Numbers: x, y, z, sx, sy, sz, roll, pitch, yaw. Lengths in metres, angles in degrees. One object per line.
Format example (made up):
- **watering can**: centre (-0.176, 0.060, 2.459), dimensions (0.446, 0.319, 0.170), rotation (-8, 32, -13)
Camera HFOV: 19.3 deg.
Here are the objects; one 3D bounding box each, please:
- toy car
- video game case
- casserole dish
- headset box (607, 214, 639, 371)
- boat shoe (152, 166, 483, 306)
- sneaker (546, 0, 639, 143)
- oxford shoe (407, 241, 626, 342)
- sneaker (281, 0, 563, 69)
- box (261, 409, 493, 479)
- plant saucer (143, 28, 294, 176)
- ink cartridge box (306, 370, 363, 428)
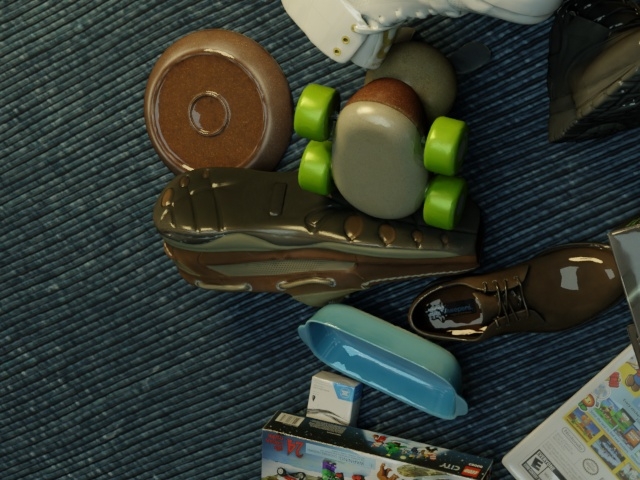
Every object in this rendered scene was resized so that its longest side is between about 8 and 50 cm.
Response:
- **toy car**: centre (0.082, -0.128, 1.773), dimensions (0.155, 0.188, 0.149), rotation (16, 144, 15)
- **video game case**: centre (0.322, 0.232, 1.811), dimensions (0.227, 0.026, 0.206), rotation (48, 113, 8)
- **casserole dish**: centre (0.068, 0.115, 1.853), dimensions (0.188, 0.114, 0.037), rotation (24, 68, 17)
- **headset box**: centre (0.413, 0.069, 1.671), dimensions (0.283, 0.131, 0.246), rotation (-18, 91, 18)
- **boat shoe**: centre (0.000, 0.000, 1.856), dimensions (0.324, 0.122, 0.120), rotation (4, 134, 12)
- **sneaker**: centre (0.251, -0.164, 1.643), dimensions (0.109, 0.286, 0.130), rotation (-10, 86, -13)
- **oxford shoe**: centre (0.190, 0.059, 1.793), dimensions (0.227, 0.096, 0.083), rotation (-17, 92, 22)
- **sneaker**: centre (0.086, -0.218, 1.660), dimensions (0.292, 0.108, 0.169), rotation (31, 132, 30)
- **box**: centre (0.054, 0.272, 1.894), dimensions (0.233, 0.044, 0.159), rotation (11, 117, 19)
- **plant saucer**: centre (-0.110, -0.130, 1.910), dimensions (0.168, 0.029, 0.168), rotation (4, 101, 22)
- **ink cartridge box**: centre (0.012, 0.180, 1.920), dimensions (0.048, 0.028, 0.083), rotation (13, 105, 19)
